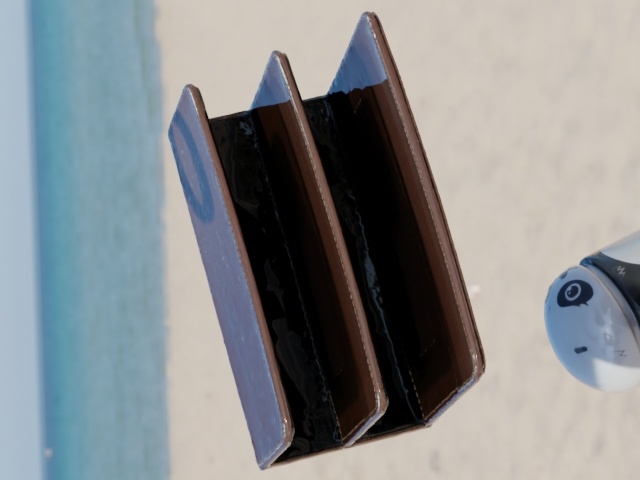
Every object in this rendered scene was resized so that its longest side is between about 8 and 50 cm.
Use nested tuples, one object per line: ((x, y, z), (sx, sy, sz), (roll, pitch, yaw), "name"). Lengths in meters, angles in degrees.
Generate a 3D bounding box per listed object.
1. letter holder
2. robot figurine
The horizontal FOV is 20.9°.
((0.000, 0.000, 1.355), (0.214, 0.152, 0.302), (122, 134, -69), "letter holder")
((0.404, 0.068, 2.095), (0.173, 0.278, 0.209), (55, 165, 36), "robot figurine")
